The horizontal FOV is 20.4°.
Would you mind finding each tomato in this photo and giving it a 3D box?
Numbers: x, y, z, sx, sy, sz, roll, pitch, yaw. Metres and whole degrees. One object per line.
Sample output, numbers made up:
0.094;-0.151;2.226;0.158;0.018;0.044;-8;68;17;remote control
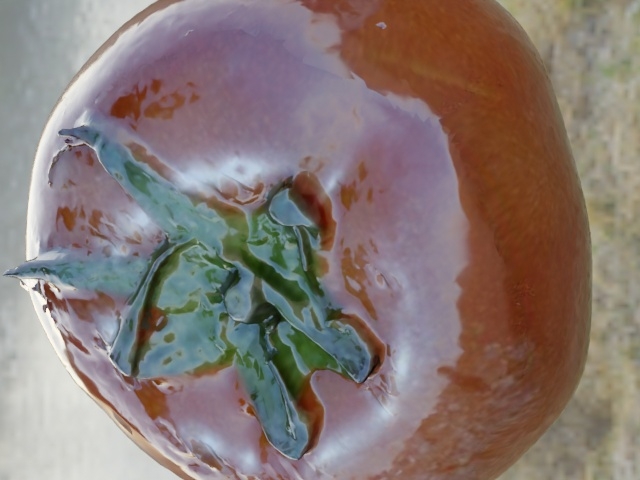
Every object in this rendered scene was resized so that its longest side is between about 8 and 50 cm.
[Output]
0.000;0.000;1.051;0.273;0.341;0.341;-44;-33;-66;tomato
